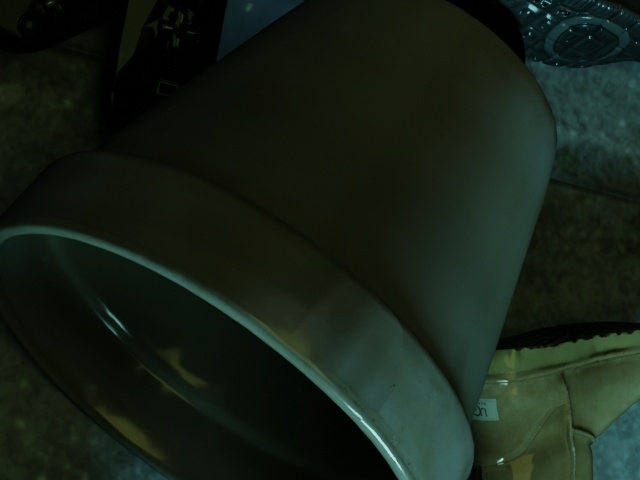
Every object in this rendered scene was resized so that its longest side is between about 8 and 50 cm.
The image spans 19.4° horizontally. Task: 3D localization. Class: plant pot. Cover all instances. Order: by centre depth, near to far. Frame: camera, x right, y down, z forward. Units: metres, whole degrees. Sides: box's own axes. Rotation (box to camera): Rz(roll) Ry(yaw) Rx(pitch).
[{"bbox_3d":[0.000,0.000,1.162,0.323,0.323,0.280,45,63,-18],"label":"plant pot"}]

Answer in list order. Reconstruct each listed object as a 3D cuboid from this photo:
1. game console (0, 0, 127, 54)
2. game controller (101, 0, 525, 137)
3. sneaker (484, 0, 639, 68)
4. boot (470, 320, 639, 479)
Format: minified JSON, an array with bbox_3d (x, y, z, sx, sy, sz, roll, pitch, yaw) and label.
[{"bbox_3d":[-0.209,-0.302,1.168,0.213,0.044,0.361,-25,105,-15],"label":"game console"},{"bbox_3d":[0.000,-0.112,1.310,0.319,0.067,0.166,11,80,-27],"label":"game controller"},{"bbox_3d":[0.238,-0.198,1.438,0.286,0.109,0.130,9,72,-34],"label":"sneaker"},{"bbox_3d":[0.187,0.199,1.378,0.236,0.089,0.269,-6,95,-35],"label":"boot"}]
